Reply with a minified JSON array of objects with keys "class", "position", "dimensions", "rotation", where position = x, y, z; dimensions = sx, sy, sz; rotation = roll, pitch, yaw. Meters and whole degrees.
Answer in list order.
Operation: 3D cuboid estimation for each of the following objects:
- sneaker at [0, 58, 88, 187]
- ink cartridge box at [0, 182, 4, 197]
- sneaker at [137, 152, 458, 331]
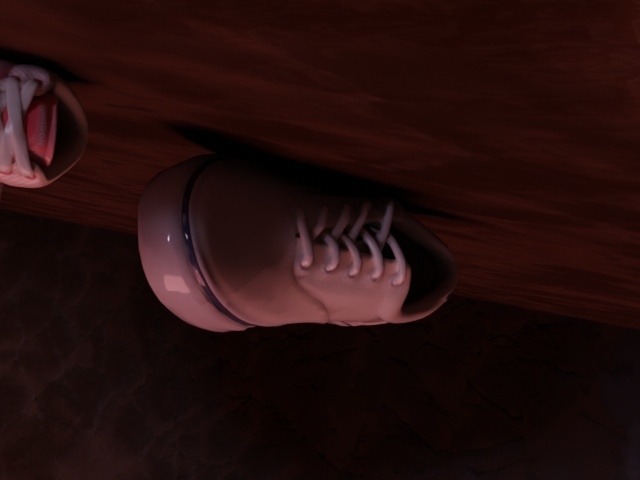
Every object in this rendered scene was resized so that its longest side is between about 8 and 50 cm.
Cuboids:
[{"class":"sneaker","position":[-0.138,-0.049,0.429],"dimensions":[0.070,0.051,0.134],"rotation":[8,179,28]},{"class":"ink cartridge box","position":[-0.283,-0.013,0.827],"dimensions":[0.056,0.135,0.099],"rotation":[13,178,32]},{"class":"sneaker","position":[0.000,0.000,0.643],"dimensions":[0.091,0.094,0.258],"rotation":[-10,172,25]}]
